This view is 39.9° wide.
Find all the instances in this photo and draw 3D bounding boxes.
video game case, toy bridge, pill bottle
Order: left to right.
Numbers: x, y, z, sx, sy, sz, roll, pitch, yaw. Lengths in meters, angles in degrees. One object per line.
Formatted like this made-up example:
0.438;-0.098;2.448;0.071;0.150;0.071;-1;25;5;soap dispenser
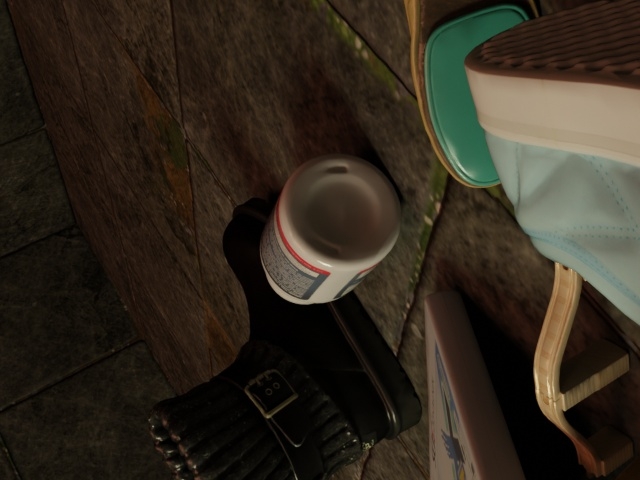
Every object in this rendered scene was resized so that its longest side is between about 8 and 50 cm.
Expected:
0.000;0.000;0.825;0.108;0.108;0.180;60;160;9;pill bottle
0.137;0.258;0.723;0.329;0.036;0.300;-102;3;-47;video game case
0.170;0.088;0.576;0.026;0.063;0.188;34;145;53;toy bridge

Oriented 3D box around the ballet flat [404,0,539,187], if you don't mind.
0.084;-0.145;0.514;0.073;0.080;0.232;-94;-8;-62;ballet flat

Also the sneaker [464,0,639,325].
0.192;-0.006;0.328;0.150;0.135;0.366;67;171;-24;sneaker

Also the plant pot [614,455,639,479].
0.244;0.137;0.256;0.237;0.237;0.254;58;146;13;plant pot

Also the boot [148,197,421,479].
-0.082;0.130;0.968;0.348;0.260;0.131;53;158;24;boot
